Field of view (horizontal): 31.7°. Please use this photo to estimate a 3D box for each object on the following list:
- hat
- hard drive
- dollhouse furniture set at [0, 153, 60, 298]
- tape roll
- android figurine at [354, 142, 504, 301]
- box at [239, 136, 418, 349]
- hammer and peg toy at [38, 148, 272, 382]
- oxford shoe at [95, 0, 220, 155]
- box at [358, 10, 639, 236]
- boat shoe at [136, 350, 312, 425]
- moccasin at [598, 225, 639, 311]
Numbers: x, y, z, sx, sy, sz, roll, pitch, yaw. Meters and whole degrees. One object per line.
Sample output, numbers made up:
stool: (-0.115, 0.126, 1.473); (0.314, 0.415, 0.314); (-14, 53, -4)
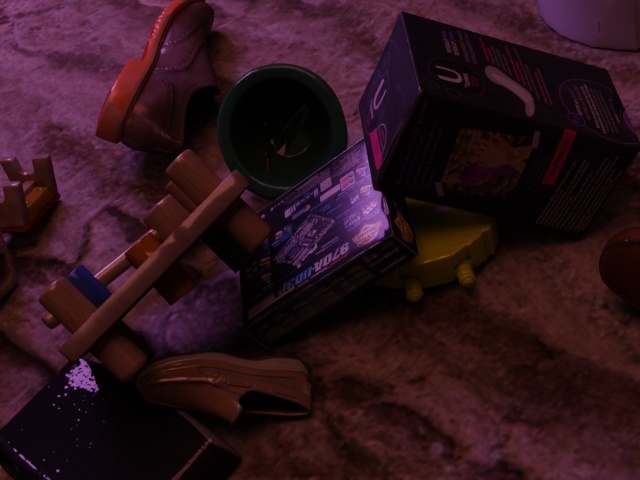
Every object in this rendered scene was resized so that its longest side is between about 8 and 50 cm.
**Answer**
hat: (-0.041, -0.154, 1.556); (0.173, 0.183, 0.208); (-25, 87, 10)
hard drive: (-0.230, 0.225, 1.225); (0.255, 0.054, 0.172); (23, 57, 35)
dollhouse furniture set: (-0.501, 0.038, 1.465); (0.201, 0.152, 0.374); (-1, 29, 18)
tape roll: (0.439, -0.390, 1.577); (0.286, 0.100, 0.286); (-9, 45, 9)
android figurine: (0.117, -0.035, 1.366); (0.248, 0.056, 0.273); (-17, 43, 2)
box: (0.000, 0.000, 1.310); (0.220, 0.051, 0.175); (-34, 39, 22)
hammer and peg toy: (-0.188, 0.038, 1.280); (0.127, 0.361, 0.266); (44, 82, -4)
oxford shoe: (-0.207, -0.238, 1.656); (0.133, 0.130, 0.363); (24, 43, -4)
box: (0.197, -0.129, 1.284); (0.270, 0.143, 0.165); (13, 40, -16)
boat shoe: (-0.099, 0.162, 1.199); (0.190, 0.068, 0.072); (-1, 48, -15)
moccasin: (0.412, 0.113, 1.078); (0.147, 0.139, 0.380); (-29, 54, -23)
